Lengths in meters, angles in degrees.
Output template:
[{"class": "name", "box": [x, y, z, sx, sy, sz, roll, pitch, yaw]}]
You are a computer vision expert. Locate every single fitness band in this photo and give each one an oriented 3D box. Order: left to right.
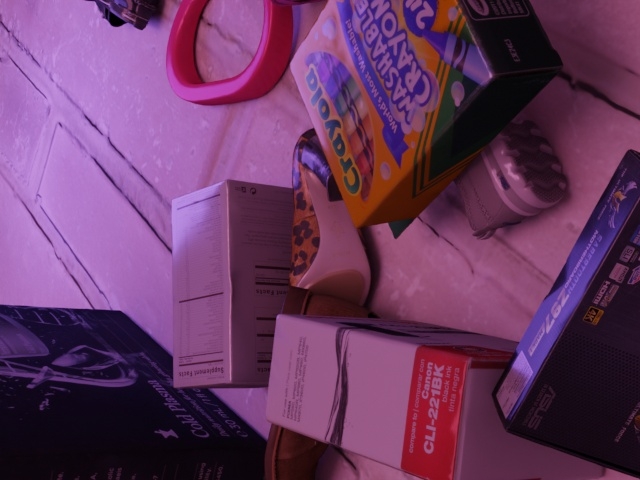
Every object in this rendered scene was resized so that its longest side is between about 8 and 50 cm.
[{"class": "fitness band", "box": [-0.131, -0.296, 1.468, 0.291, 0.054, 0.209, 2, 90, 53]}]

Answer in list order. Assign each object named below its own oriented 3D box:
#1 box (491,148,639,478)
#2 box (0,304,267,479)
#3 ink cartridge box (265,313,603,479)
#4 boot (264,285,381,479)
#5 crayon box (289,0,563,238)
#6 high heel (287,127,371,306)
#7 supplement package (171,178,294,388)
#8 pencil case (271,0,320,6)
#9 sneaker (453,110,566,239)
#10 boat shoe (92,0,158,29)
[{"class": "box", "box": [0.265, 0.069, 0.800, 0.059, 0.183, 0.232, -101, 34, -65]}, {"class": "box", "box": [-0.408, 0.299, 1.409, 0.480, 0.472, 0.297, 30, 110, 49]}, {"class": "ink cartridge box", "box": [0.104, 0.144, 0.993, 0.273, 0.197, 0.114, 6, 90, 52]}, {"class": "boot", "box": [0.002, 0.202, 1.198, 0.112, 0.115, 0.305, -69, -12, -62]}, {"class": "crayon box", "box": [0.074, -0.152, 1.002, 0.323, 0.083, 0.203, -51, 56, 55]}, {"class": "high heel", "box": [0.000, 0.000, 1.265, 0.186, 0.093, 0.261, -115, 29, -64]}, {"class": "supplement package", "box": [-0.096, 0.061, 1.310, 0.139, 0.134, 0.244, -13, 75, 51]}, {"class": "pencil case", "box": [-0.025, -0.403, 1.309, 0.098, 0.095, 0.209, 107, 158, -80]}, {"class": "sneaker", "box": [0.135, -0.131, 1.058, 0.115, 0.105, 0.281, -43, 55, 40]}, {"class": "boat shoe", "box": [-0.346, -0.394, 1.723, 0.233, 0.084, 0.079, 22, 103, 48]}]
